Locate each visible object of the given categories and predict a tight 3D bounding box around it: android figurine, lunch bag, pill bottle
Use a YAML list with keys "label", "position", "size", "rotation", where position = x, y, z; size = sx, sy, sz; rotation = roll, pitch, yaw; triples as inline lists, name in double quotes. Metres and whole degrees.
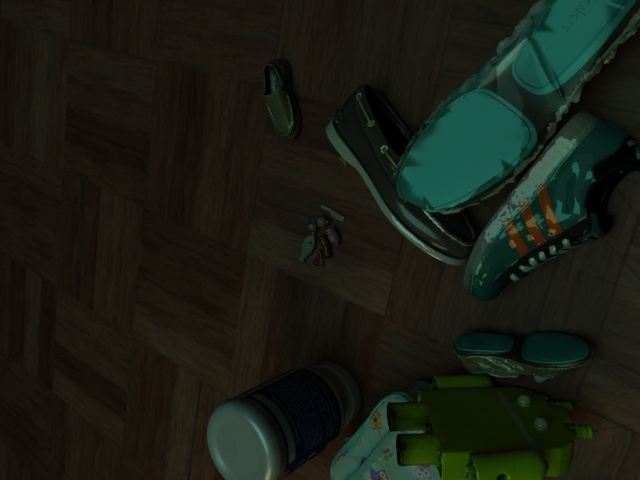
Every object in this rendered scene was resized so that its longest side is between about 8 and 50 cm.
- label: "android figurine"
  position: [0.235, 0.261, 0.867]
  size: [0.272, 0.248, 0.056]
  rotation: [-3, 105, 0]
- label: "lunch bag"
  position: [0.143, 0.385, 1.035]
  size: [0.224, 0.107, 0.279]
  rotation: [45, 122, 22]
- label: "pill bottle"
  position: [-0.052, 0.308, 1.070]
  size: [0.153, 0.264, 0.153]
  rotation: [9, 105, 37]

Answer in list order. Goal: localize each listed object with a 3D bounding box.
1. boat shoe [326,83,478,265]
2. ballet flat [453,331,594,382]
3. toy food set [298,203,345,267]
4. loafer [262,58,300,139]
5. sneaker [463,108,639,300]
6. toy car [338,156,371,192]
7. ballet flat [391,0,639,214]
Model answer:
- label: "boat shoe"
  position: [0.134, -0.106, 0.951]
  size: [0.324, 0.116, 0.097]
  rotation: [54, 128, 23]
- label: "ballet flat"
  position: [0.301, 0.175, 0.916]
  size: [0.206, 0.073, 0.067]
  rotation: [-1, 125, 40]
- label: "toy food set"
  position: [0.000, 0.000, 1.128]
  size: [0.078, 0.019, 0.122]
  rotation: [32, 116, 29]
- label: "loafer"
  position: [-0.077, -0.255, 1.120]
  size: [0.056, 0.050, 0.148]
  rotation: [-12, 91, 38]
- label: "sneaker"
  position: [0.311, -0.018, 0.835]
  size: [0.121, 0.108, 0.302]
  rotation: [44, 120, 27]
- label: "toy car"
  position: [0.080, -0.112, 1.027]
  size: [0.040, 0.060, 0.122]
  rotation: [-39, 80, 2]
- label: "ballet flat"
  position: [0.269, -0.189, 0.816]
  size: [0.409, 0.147, 0.147]
  rotation: [-47, 70, 25]
